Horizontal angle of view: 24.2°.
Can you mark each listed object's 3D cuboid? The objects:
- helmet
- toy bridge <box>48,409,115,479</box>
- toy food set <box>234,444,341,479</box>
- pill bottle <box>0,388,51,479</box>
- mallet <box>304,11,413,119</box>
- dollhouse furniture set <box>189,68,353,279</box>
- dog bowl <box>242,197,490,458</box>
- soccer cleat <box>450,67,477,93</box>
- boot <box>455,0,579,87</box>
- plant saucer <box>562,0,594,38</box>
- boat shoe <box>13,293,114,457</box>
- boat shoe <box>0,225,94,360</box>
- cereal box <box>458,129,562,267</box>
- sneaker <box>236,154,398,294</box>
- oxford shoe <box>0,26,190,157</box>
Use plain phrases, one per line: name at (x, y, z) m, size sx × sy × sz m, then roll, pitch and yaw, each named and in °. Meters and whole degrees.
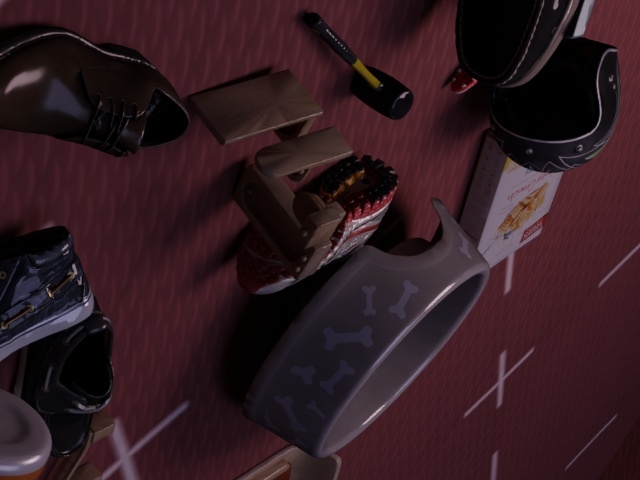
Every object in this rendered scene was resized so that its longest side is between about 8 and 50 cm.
helmet at (0.278, -0.162, 1.778) m, size 0.169 × 0.169 × 0.161 m, roll -9°, pitch 113°, yaw -55°
toy bridge at (-0.260, 0.258, 1.574) m, size 0.063 × 0.026 × 0.188 m, roll -25°, pitch 143°, yaw -42°
toy food set at (-0.106, 0.416, 1.952) m, size 0.306 × 0.092 × 0.219 m, roll -28°, pitch 145°, yaw -42°
pill bottle at (-0.331, 0.243, 1.329) m, size 0.121 × 0.121 × 0.216 m, roll -7°, pitch 130°, yaw -56°
mallet at (0.027, -0.182, 1.494) m, size 0.039 × 0.062 × 0.190 m, roll -54°, pitch 140°, yaw -1°
dollhouse furniture set at (-0.061, -0.048, 1.414) m, size 0.123 × 0.144 × 0.151 m, roll -21°, pitch 155°, yaw -41°
dog bowl at (0.065, 0.113, 1.762) m, size 0.349 × 0.102 × 0.349 m, roll -44°, pitch 166°, yaw -14°
soccer cleat at (0.182, -0.197, 1.729) m, size 0.083 × 0.029 × 0.035 m, roll -51°, pitch 150°, yaw -14°
boot at (0.147, -0.303, 1.410) m, size 0.284 × 0.138 × 0.377 m, roll -23°, pitch 138°, yaw -47°
plant saucer at (0.244, -0.252, 1.608) m, size 0.018 × 0.192 × 0.067 m, roll 16°, pitch 95°, yaw -18°
boat shoe at (-0.235, 0.135, 1.404) m, size 0.084 × 0.079 × 0.233 m, roll -34°, pitch 150°, yaw -37°
boat shoe at (-0.281, 0.055, 1.254) m, size 0.183 × 0.065 × 0.083 m, roll -29°, pitch 125°, yaw -27°
cereal box at (0.260, -0.072, 1.993) m, size 0.173 × 0.047 × 0.240 m, roll -31°, pitch 147°, yaw -37°
sneaker at (0.000, 0.000, 1.609) m, size 0.225 × 0.088 × 0.092 m, roll -33°, pitch 149°, yaw -34°
oxford shoe at (-0.182, -0.110, 1.162) m, size 0.227 × 0.096 × 0.083 m, roll -7°, pitch 131°, yaw -54°
